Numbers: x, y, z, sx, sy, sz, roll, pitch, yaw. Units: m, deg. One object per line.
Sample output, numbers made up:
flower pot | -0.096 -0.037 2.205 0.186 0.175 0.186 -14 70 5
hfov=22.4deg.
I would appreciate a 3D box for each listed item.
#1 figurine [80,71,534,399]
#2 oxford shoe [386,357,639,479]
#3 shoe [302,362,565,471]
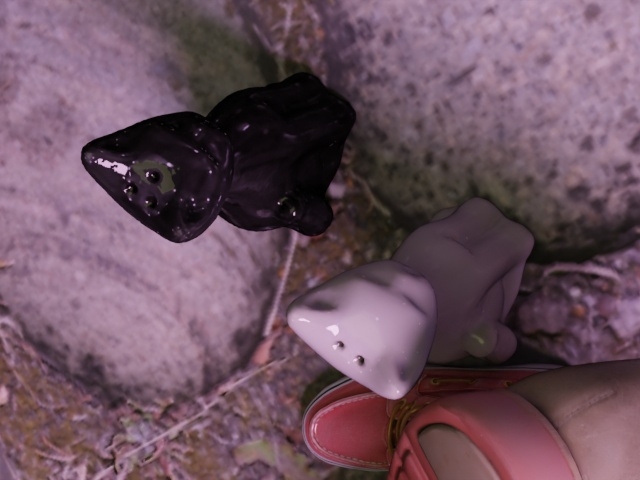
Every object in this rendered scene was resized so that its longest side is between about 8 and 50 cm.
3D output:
figurine | 0.000 0.000 0.852 0.215 0.209 0.092 36 109 15
oxford shoe | 0.102 0.209 0.842 0.140 0.146 0.397 56 149 29
shoe | 0.060 0.104 0.911 0.178 0.081 0.063 -8 94 24
